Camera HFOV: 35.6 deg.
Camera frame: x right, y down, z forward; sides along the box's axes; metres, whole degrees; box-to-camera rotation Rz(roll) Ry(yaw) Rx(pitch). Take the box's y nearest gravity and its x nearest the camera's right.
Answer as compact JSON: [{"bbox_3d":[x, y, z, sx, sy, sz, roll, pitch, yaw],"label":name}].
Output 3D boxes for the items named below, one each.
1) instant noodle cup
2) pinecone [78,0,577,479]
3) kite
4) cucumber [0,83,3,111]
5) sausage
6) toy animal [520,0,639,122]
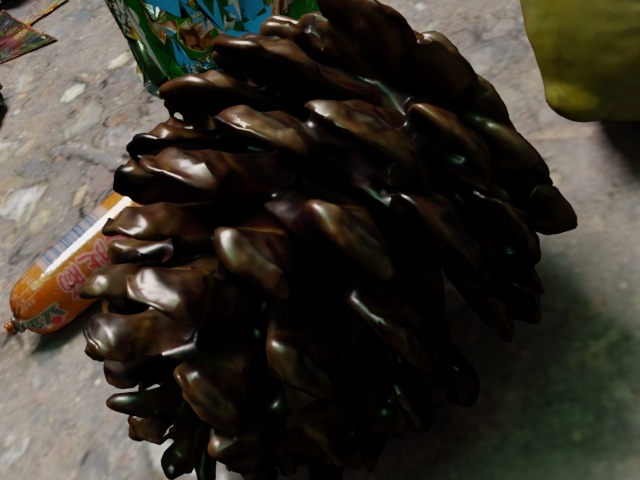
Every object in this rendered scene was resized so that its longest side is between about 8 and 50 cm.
[{"bbox_3d":[-0.113,-0.271,0.911,0.240,0.178,0.240,-18,40,16],"label":"instant noodle cup"},{"bbox_3d":[0.000,0.000,0.506,0.224,0.224,0.272,18,63,45],"label":"pinecone"},{"bbox_3d":[-0.368,-0.246,1.191,0.159,0.010,0.190,-43,40,-15],"label":"kite"},{"bbox_3d":[-0.374,-0.072,0.961,0.067,0.067,0.293,-13,41,22],"label":"cucumber"},{"bbox_3d":[-0.104,-0.050,0.763,0.348,0.053,0.053,-44,40,-16],"label":"sausage"},{"bbox_3d":[0.287,-0.191,0.564,0.363,0.181,0.180,-20,48,16],"label":"toy animal"}]
